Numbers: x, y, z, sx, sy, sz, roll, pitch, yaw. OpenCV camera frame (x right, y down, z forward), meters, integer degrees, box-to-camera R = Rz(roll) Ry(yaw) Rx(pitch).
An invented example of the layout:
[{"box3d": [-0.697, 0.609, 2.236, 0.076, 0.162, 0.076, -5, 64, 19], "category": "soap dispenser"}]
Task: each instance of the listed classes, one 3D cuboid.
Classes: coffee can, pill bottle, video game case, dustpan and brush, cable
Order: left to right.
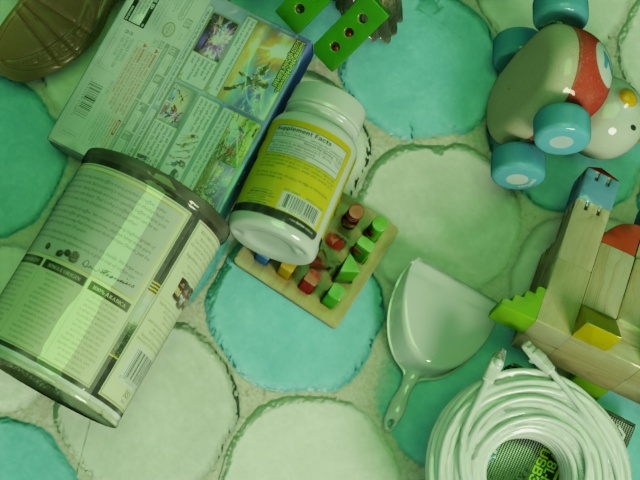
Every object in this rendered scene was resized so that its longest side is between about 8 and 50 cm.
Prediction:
[{"box3d": [-0.262, 0.057, 1.605, 0.201, 0.201, 0.275, 30, 74, -1], "category": "coffee can"}, {"box3d": [-0.176, -0.185, 1.720, 0.244, 0.061, 0.269, 27, 82, 7], "category": "video game case"}, {"box3d": [-0.024, -0.085, 1.666, 0.119, 0.119, 0.208, 24, 71, -3], "category": "pill bottle"}, {"box3d": [0.132, 0.148, 1.728, 0.147, 0.060, 0.211, 29, 67, -14], "category": "dustpan and brush"}, {"box3d": [0.251, 0.287, 1.647, 0.257, 0.089, 0.257, 41, 77, 1], "category": "cable"}]

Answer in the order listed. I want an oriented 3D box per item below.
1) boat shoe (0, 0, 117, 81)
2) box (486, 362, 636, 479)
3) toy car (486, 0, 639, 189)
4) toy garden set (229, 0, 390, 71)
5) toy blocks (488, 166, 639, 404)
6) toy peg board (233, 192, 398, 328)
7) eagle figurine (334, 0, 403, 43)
[{"box3d": [-0.322, -0.317, 1.755, 0.285, 0.089, 0.104, -46, 113, -13], "category": "boat shoe"}, {"box3d": [0.285, 0.281, 1.720, 0.184, 0.045, 0.190, 27, 75, 1], "category": "box"}, {"box3d": [0.362, -0.181, 1.774, 0.238, 0.210, 0.219, 13, 63, -19], "category": "toy car"}, {"box3d": [-0.059, -0.318, 1.772, 0.244, 0.049, 0.204, 47, 112, -1], "category": "toy garden set"}, {"box3d": [0.430, 0.070, 1.742, 0.381, 0.191, 0.261, 25, 63, -2], "category": "toy blocks"}, {"box3d": [0.000, 0.000, 1.724, 0.161, 0.079, 0.161, 33, 74, 0], "category": "toy peg board"}, {"box3d": [0.101, -0.451, 1.795, 0.225, 0.226, 0.298, -12, 73, -32], "category": "eagle figurine"}]
